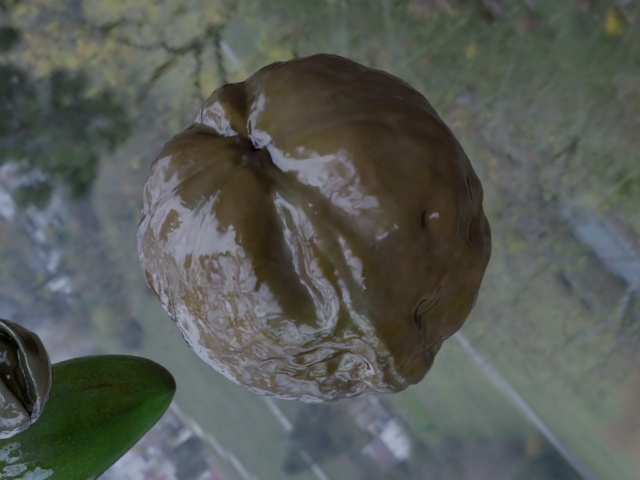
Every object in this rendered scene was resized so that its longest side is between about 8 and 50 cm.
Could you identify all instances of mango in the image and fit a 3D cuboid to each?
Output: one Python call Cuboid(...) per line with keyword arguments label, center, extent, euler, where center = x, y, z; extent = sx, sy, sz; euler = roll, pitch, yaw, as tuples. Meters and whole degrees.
Cuboid(label="mango", center=(-0.397, 0.290, 2.397), extent=(0.201, 0.382, 0.225), euler=(64, 175, -2))

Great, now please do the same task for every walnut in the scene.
Cuboid(label="walnut", center=(0.002, 0.002, 1.426), extent=(0.306, 0.306, 0.344), euler=(42, 176, 29))

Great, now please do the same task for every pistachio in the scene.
Cuboid(label="pistachio", center=(-0.350, 0.145, 1.659), extent=(0.136, 0.136, 0.226), euler=(53, 154, 0))
